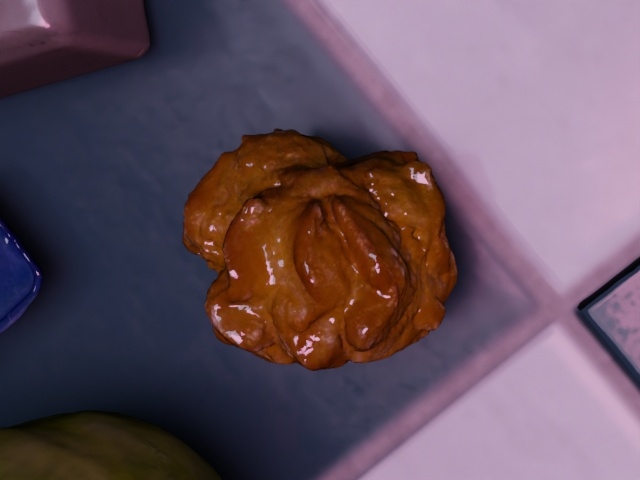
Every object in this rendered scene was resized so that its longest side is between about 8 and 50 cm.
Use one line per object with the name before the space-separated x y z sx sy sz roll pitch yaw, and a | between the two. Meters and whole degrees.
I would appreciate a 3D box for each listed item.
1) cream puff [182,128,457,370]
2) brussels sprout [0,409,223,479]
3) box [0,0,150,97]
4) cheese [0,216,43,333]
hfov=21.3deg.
cream puff | 0.000 0.000 0.713 0.116 0.122 0.094 -10 102 -21
brussels sprout | -0.147 0.196 0.728 0.271 0.210 0.219 -21 84 33
box | -0.203 -0.080 0.763 0.244 0.103 0.055 -13 89 18
cheese | -0.233 0.067 0.807 0.250 0.064 0.156 -43 84 18
